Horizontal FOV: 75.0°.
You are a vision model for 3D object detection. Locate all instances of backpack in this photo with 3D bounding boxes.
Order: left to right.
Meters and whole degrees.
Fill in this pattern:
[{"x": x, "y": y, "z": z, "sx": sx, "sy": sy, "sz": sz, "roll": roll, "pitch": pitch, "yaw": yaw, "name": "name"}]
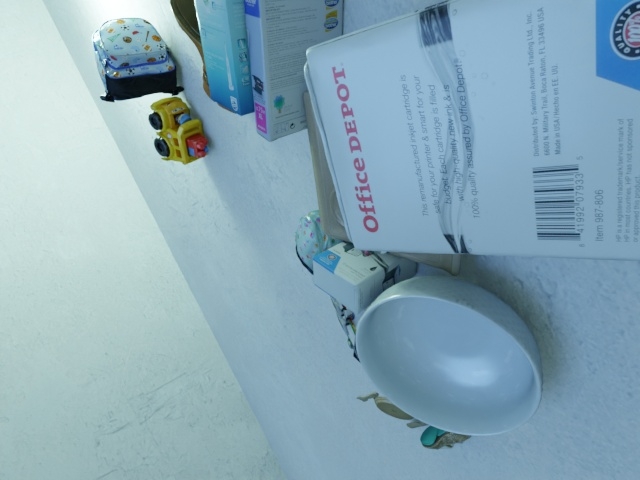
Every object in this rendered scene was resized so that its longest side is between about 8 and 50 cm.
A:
[{"x": -0.646, "y": -0.628, "z": 1.424, "sx": 0.263, "sy": 0.276, "sz": 0.213, "roll": 54, "pitch": 145, "yaw": 25, "name": "backpack"}, {"x": 0.000, "y": 0.000, "z": 1.091, "sx": 0.152, "sy": 0.115, "sz": 0.182, "roll": 50, "pitch": 146, "yaw": 23, "name": "backpack"}]

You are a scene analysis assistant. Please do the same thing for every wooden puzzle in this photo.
[{"x": 0.125, "y": -0.121, "z": 0.803, "sx": 0.347, "sy": 0.080, "sz": 0.322, "roll": 21, "pitch": 133, "yaw": 36, "name": "wooden puzzle"}]

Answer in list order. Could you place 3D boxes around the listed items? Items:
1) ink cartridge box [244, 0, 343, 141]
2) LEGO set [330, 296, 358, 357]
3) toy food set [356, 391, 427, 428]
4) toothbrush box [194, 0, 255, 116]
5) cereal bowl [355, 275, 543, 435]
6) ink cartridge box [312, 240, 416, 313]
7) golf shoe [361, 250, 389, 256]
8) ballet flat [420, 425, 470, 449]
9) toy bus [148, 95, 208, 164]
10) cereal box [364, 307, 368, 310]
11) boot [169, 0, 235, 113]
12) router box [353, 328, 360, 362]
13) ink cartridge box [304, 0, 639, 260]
[{"x": -0.044, "y": -0.362, "z": 0.786, "sx": 0.065, "sy": 0.185, "sz": 0.311, "roll": 40, "pitch": 143, "yaw": 36, "name": "ink cartridge box"}, {"x": 0.082, "y": 0.219, "z": 1.162, "sx": 0.244, "sy": 0.060, "sz": 0.183, "roll": -122, "pitch": 12, "yaw": -62, "name": "LEGO set"}, {"x": 0.212, "y": 0.467, "z": 1.184, "sx": 0.192, "sy": 0.039, "sz": 0.132, "roll": 30, "pitch": 145, "yaw": -5, "name": "toy food set"}, {"x": -0.116, "y": -0.427, "z": 0.813, "sx": 0.126, "sy": 0.216, "sz": 0.296, "roll": 36, "pitch": 142, "yaw": 35, "name": "toothbrush box"}, {"x": 0.247, "y": 0.204, "z": 0.811, "sx": 0.338, "sy": 0.141, "sz": 0.339, "roll": 17, "pitch": 128, "yaw": 22, "name": "cereal bowl"}, {"x": 0.098, "y": 0.057, "z": 0.911, "sx": 0.139, "sy": 0.190, "sz": 0.082, "roll": 30, "pitch": 137, "yaw": 41, "name": "ink cartridge box"}, {"x": 0.100, "y": -0.066, "z": 0.767, "sx": 0.067, "sy": 0.085, "sz": 0.186, "roll": -78, "pitch": -24, "yaw": -73, "name": "golf shoe"}, {"x": 0.323, "y": 0.505, "z": 1.069, "sx": 0.067, "sy": 0.073, "sz": 0.206, "roll": 29, "pitch": 147, "yaw": 7, "name": "ballet flat"}, {"x": -0.489, "y": -0.385, "z": 1.503, "sx": 0.211, "sy": 0.149, "sz": 0.221, "roll": 22, "pitch": 131, "yaw": 29, "name": "toy bus"}, {"x": 0.124, "y": 0.134, "z": 1.033, "sx": 0.240, "sy": 0.047, "sz": 0.173, "roll": 38, "pitch": 162, "yaw": 33, "name": "cereal box"}, {"x": -0.287, "y": -0.482, "z": 1.109, "sx": 0.283, "sy": 0.109, "sz": 0.220, "roll": 39, "pitch": 158, "yaw": -11, "name": "boot"}, {"x": 0.170, "y": 0.335, "z": 1.176, "sx": 0.179, "sy": 0.046, "sz": 0.133, "roll": 38, "pitch": 143, "yaw": 35, "name": "router box"}, {"x": 0.208, "y": -0.141, "z": 0.506, "sx": 0.394, "sy": 0.166, "sz": 0.286, "roll": 2, "pitch": 117, "yaw": 36, "name": "ink cartridge box"}]
